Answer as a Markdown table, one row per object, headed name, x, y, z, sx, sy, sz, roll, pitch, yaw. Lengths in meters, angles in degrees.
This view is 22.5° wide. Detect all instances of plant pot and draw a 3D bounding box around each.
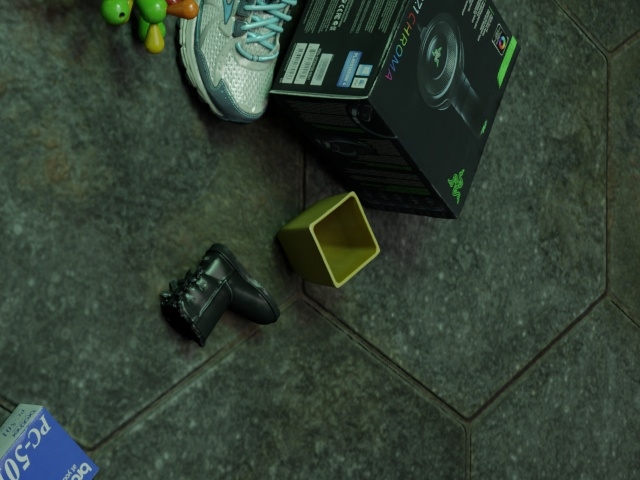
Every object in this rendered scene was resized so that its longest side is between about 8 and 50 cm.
| name | x | y | z | sx | sy | sz | roll | pitch | yaw |
| --- | --- | --- | --- | --- | --- | --- | --- | --- | --- |
| plant pot | 0.000 | 0.000 | 1.812 | 0.081 | 0.083 | 0.081 | -40 | 115 | -37 |

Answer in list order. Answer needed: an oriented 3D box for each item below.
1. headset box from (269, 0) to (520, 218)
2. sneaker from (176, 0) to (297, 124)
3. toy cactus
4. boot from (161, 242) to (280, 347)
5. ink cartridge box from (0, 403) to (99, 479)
| name | x | y | z | sx | sy | sz | roll | pitch | yaw |
| --- | --- | --- | --- | --- | --- | --- | --- | --- | --- |
| headset box | 0.096 | -0.190 | 1.837 | 0.283 | 0.131 | 0.246 | 49 | 56 | -50 |
| sneaker | -0.077 | -0.267 | 1.722 | 0.110 | 0.122 | 0.283 | 0 | 89 | -43 |
| toy cactus | -0.193 | -0.298 | 1.620 | 0.219 | 0.112 | 0.180 | 48 | 36 | -50 |
| boot | -0.108 | 0.073 | 1.737 | 0.121 | 0.045 | 0.099 | 51 | 55 | -21 |
| ink cartridge box | -0.311 | 0.265 | 1.544 | 0.097 | 0.046 | 0.207 | 54 | 56 | -29 |
